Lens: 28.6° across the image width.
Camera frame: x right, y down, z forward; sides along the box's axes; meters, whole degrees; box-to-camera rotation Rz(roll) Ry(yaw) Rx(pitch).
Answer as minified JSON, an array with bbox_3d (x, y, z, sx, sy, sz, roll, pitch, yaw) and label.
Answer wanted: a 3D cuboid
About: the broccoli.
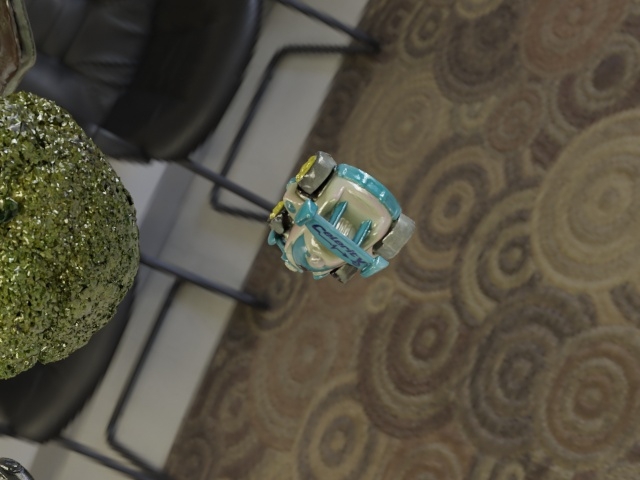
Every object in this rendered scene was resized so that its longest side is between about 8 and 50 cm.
[{"bbox_3d":[-0.141,-0.001,0.558,0.131,0.120,0.130,-118,29,-80],"label":"broccoli"}]

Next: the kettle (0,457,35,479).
[{"bbox_3d":[-0.363,0.376,1.463,0.236,0.161,0.221,58,132,29],"label":"kettle"}]

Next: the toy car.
[{"bbox_3d":[0.000,0.000,1.238,0.161,0.126,0.098,-39,15,45],"label":"toy car"}]

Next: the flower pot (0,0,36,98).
[{"bbox_3d":[-0.274,-0.133,0.625,0.251,0.178,0.084,7,30,29],"label":"flower pot"}]
